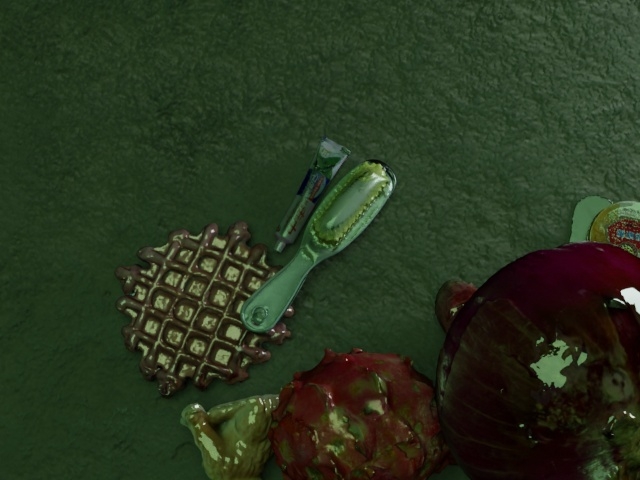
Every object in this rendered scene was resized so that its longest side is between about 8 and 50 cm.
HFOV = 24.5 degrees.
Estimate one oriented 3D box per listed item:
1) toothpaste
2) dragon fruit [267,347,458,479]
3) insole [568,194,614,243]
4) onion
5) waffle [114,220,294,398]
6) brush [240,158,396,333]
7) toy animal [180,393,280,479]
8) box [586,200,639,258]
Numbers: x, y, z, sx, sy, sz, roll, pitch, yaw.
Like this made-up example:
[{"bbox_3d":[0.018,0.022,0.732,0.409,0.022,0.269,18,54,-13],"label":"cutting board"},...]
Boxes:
[{"bbox_3d":[-0.017,-0.058,1.973,0.045,0.028,0.170,28,80,5],"label":"toothpaste"},{"bbox_3d":[0.068,0.232,1.824,0.268,0.205,0.210,10,59,-27],"label":"dragon fruit"},{"bbox_3d":[0.350,0.053,1.920,0.080,0.003,0.232,3,79,7],"label":"insole"},{"bbox_3d":[0.268,0.145,1.786,0.348,0.348,0.385,-51,40,-5],"label":"onion"},{"bbox_3d":[-0.153,0.086,1.946,0.234,0.055,0.221,-20,79,0],"label":"waffle"},{"bbox_3d":[0.000,0.000,1.913,0.068,0.060,0.297,38,73,6],"label":"brush"},{"bbox_3d":[-0.074,0.289,1.878,0.184,0.104,0.185,-13,73,-3],"label":"toy animal"},{"bbox_3d":[0.396,0.002,1.904,0.105,0.037,0.105,-1,79,3],"label":"box"}]
